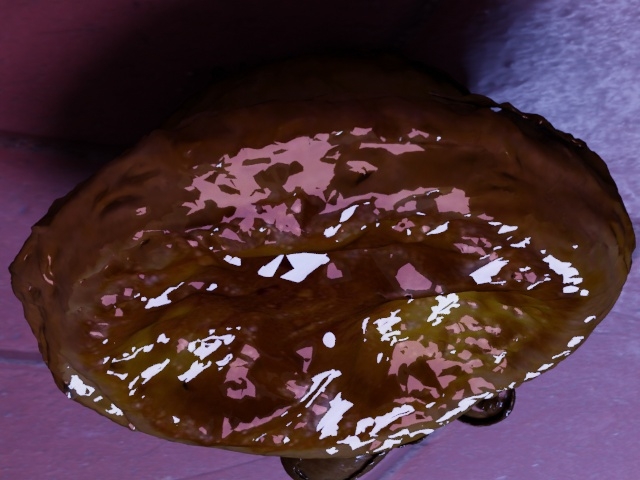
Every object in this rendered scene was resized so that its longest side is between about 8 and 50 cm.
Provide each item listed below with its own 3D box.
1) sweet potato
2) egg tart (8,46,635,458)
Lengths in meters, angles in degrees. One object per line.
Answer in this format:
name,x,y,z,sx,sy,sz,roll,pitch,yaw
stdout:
sweet potato,0.044,0.164,1.749,0.124,0.098,0.310,11,150,-43
egg tart,0.000,0.000,1.357,0.443,0.178,0.443,-5,149,-3
